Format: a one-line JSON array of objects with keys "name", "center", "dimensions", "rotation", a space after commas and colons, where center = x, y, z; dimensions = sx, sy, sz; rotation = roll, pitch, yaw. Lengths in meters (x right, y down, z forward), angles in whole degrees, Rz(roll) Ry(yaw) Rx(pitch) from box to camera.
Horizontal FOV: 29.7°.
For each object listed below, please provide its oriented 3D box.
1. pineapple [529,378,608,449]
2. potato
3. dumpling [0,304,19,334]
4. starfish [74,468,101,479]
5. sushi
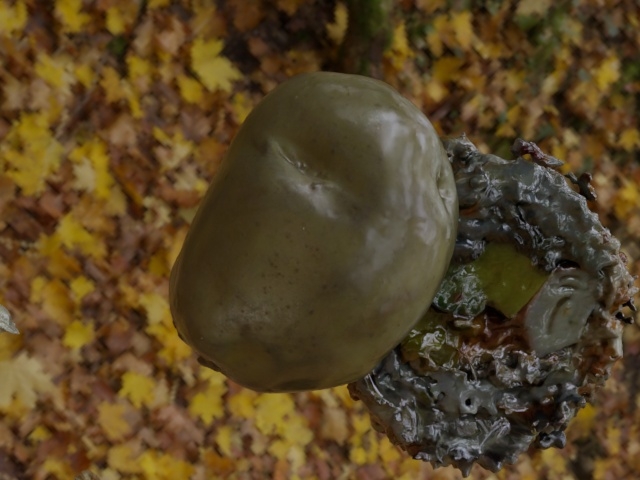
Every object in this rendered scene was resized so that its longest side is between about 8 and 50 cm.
[{"name": "pineapple", "center": [0.326, 0.196, 1.801], "dimensions": [0.357, 0.223, 0.223], "rotation": [86, -16, -52]}, {"name": "potato", "center": [0.000, 0.000, 1.160], "dimensions": [0.243, 0.326, 0.221], "rotation": [25, 10, 0]}, {"name": "dumpling", "center": [-0.387, 0.090, 1.396], "dimensions": [0.077, 0.043, 0.059], "rotation": [47, -2, -7]}, {"name": "starfish", "center": [-0.143, 0.376, 1.120], "dimensions": [0.375, 0.327, 0.094], "rotation": [3, 20, 0]}, {"name": "sushi", "center": [0.186, 0.069, 1.457], "dimensions": [0.417, 0.417, 0.176], "rotation": [42, 10, -15]}]
